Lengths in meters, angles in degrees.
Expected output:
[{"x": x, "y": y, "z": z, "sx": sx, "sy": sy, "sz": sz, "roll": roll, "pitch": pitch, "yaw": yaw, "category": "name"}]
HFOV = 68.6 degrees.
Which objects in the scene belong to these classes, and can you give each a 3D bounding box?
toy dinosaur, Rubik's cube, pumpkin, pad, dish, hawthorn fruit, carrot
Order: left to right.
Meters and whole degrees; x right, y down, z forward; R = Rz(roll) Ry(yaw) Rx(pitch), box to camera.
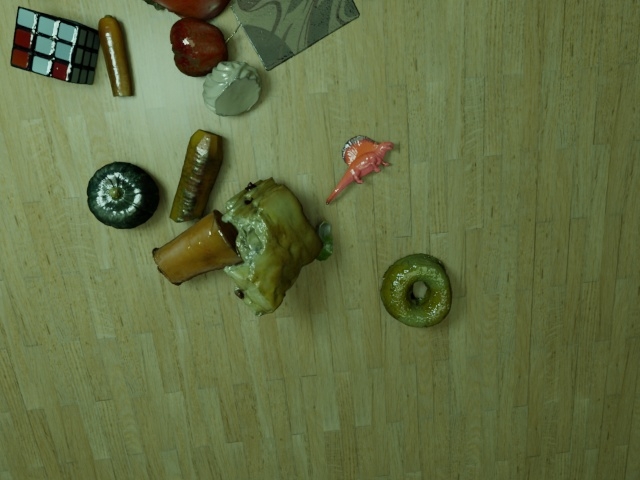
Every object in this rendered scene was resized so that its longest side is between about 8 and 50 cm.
[{"x": -0.730, "y": -0.535, "z": 1.303, "sx": 0.162, "sy": 0.160, "sz": 0.163, "roll": 16, "pitch": 104, "yaw": -8, "category": "Rubik's cube"}, {"x": -0.596, "y": -0.535, "z": 1.363, "sx": 0.067, "sy": 0.067, "sz": 0.225, "roll": -6, "pitch": 109, "yaw": -2, "category": "carrot"}, {"x": -0.604, "y": -0.137, "z": 1.434, "sx": 0.212, "sy": 0.152, "sz": 0.211, "roll": -2, "pitch": 103, "yaw": -8, "category": "pumpkin"}, {"x": -0.381, "y": -0.191, "z": 1.456, "sx": 0.114, "sy": 0.114, "sz": 0.301, "roll": 18, "pitch": 106, "yaw": -9, "category": "carrot"}, {"x": -0.383, "y": 0.040, "z": 1.485, "sx": 0.254, "sy": 0.196, "sz": 0.196, "roll": -29, "pitch": 106, "yaw": 6, "category": "carrot"}, {"x": -0.323, "y": -0.554, "z": 1.346, "sx": 0.204, "sy": 0.162, "sz": 0.162, "roll": -11, "pitch": 107, "yaw": -16, "category": "hawthorn fruit"}, {"x": -0.073, "y": -0.682, "z": 1.389, "sx": 0.330, "sy": 0.004, "sz": 0.220, "roll": -30, "pitch": 106, "yaw": 5, "category": "pad"}, {"x": 0.000, "y": 0.000, "z": 1.571, "sx": 0.039, "sy": 0.091, "sz": 0.137, "roll": 13, "pitch": 108, "yaw": 39, "category": "dish"}, {"x": 0.101, "y": -0.247, "z": 1.508, "sx": 0.286, "sy": 0.070, "sz": 0.139, "roll": -33, "pitch": 96, "yaw": 9, "category": "toy dinosaur"}]

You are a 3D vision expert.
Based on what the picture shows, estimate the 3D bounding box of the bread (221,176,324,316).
[{"x": -0.150, "y": -0.001, "z": 1.393, "sx": 0.192, "sy": 0.370, "sz": 0.314, "roll": -18, "pitch": 116, "yaw": 38, "category": "bread"}]

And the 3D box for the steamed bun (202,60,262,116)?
[{"x": -0.261, "y": -0.451, "z": 1.370, "sx": 0.183, "sy": 0.183, "sz": 0.106, "roll": -39, "pitch": 71, "yaw": 7, "category": "steamed bun"}]

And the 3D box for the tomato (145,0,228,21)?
[{"x": -0.393, "y": -0.768, "z": 1.255, "sx": 0.335, "sy": 0.176, "sz": 0.289, "roll": 26, "pitch": 100, "yaw": -10, "category": "tomato"}]

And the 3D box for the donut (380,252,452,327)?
[{"x": 0.342, "y": 0.184, "z": 1.625, "sx": 0.272, "sy": 0.107, "sz": 0.271, "roll": -1, "pitch": 104, "yaw": -4, "category": "donut"}]
